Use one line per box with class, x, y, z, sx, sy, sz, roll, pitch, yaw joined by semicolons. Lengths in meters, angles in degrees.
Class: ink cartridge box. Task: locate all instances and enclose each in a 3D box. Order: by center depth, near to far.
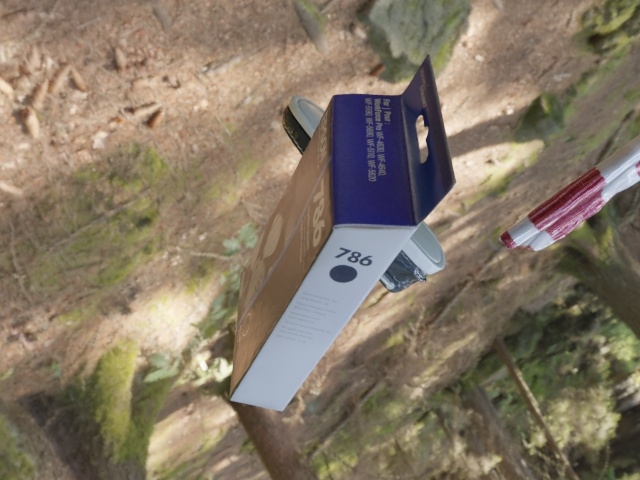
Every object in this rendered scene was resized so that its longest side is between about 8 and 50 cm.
ink cartridge box;0.000;0.000;0.617;0.065;0.165;0.332;17;134;-17

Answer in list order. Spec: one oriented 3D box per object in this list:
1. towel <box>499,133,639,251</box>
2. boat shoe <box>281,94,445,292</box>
towel;0.355;-0.087;0.770;0.329;0.037;0.237;-38;166;17
boat shoe;0.039;-0.054;0.924;0.091;0.302;0.114;-36;-174;26
